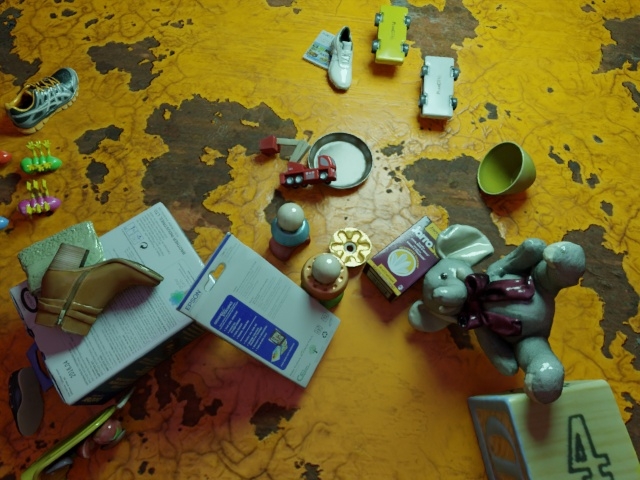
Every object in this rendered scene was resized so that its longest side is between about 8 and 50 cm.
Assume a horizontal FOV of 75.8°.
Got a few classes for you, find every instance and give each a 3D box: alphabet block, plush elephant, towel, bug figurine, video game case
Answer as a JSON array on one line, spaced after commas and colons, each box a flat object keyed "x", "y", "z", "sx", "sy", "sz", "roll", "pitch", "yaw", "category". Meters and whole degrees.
[{"x": 0.429, "y": 0.380, "z": 0.778, "sx": 0.197, "sy": 0.192, "sz": 0.193, "roll": -8, "pitch": 72, "yaw": -7, "category": "alphabet block"}, {"x": 0.319, "y": 0.112, "z": 0.825, "sx": 0.255, "sy": 0.330, "sz": 0.272, "roll": 10, "pitch": 95, "yaw": 10, "category": "plush elephant"}, {"x": -0.498, "y": 0.032, "z": 0.793, "sx": 0.148, "sy": 0.027, "sz": 0.110, "roll": -29, "pitch": 71, "yaw": -12, "category": "towel"}, {"x": -0.733, "y": -0.125, "z": 0.972, "sx": 0.216, "sy": 0.072, "sz": 0.279, "roll": -10, "pitch": 65, "yaw": -13, "category": "bug figurine"}, {"x": 0.015, "y": -0.559, "z": 1.209, "sx": 0.087, "sy": 0.011, "sz": 0.122, "roll": 28, "pitch": 70, "yaw": 7, "category": "video game case"}]

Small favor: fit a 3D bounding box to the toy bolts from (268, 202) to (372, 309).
[{"x": 0.000, "y": 0.000, "z": 0.909, "sx": 0.228, "sy": 0.158, "sz": 0.218, "roll": 40, "pitch": 68, "yaw": 14, "category": "toy bolts"}]

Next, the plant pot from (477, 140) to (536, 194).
[{"x": 0.481, "y": -0.169, "z": 1.033, "sx": 0.095, "sy": 0.134, "sz": 0.134, "roll": 13, "pitch": 67, "yaw": -25, "category": "plant pot"}]

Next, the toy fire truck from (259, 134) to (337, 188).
[{"x": -0.055, "y": -0.201, "z": 1.024, "sx": 0.192, "sy": 0.047, "sz": 0.135, "roll": -6, "pitch": 81, "yaw": 17, "category": "toy fire truck"}]

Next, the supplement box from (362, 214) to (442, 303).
[{"x": 0.203, "y": 0.043, "z": 0.951, "sx": 0.188, "sy": 0.081, "sz": 0.104, "roll": -37, "pitch": 75, "yaw": -16, "category": "supplement box"}]

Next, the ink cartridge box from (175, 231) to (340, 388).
[{"x": -0.113, "y": 0.142, "z": 0.804, "sx": 0.332, "sy": 0.065, "sz": 0.165, "roll": 44, "pitch": 67, "yaw": -31, "category": "ink cartridge box"}]

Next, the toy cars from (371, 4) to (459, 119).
[{"x": 0.259, "y": -0.489, "z": 1.160, "sx": 0.176, "sy": 0.087, "sz": 0.394, "roll": -33, "pitch": 77, "yaw": -9, "category": "toy cars"}]

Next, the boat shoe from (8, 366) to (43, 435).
[{"x": -0.593, "y": 0.323, "z": 0.825, "sx": 0.042, "sy": 0.049, "sz": 0.133, "roll": -19, "pitch": 76, "yaw": 19, "category": "boat shoe"}]

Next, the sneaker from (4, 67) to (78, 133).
[{"x": -0.715, "y": -0.375, "z": 1.063, "sx": 0.084, "sy": 0.083, "sz": 0.215, "roll": 24, "pitch": 68, "yaw": 8, "category": "sneaker"}]

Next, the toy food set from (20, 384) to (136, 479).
[{"x": -0.433, "y": 0.384, "z": 0.774, "sx": 0.218, "sy": 0.128, "sz": 0.071, "roll": -36, "pitch": 96, "yaw": -20, "category": "toy food set"}]

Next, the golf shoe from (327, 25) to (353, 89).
[{"x": 0.060, "y": -0.511, "z": 1.147, "sx": 0.069, "sy": 0.086, "sz": 0.176, "roll": -1, "pitch": 76, "yaw": -15, "category": "golf shoe"}]

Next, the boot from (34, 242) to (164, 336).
[{"x": -0.402, "y": 0.101, "z": 0.753, "sx": 0.197, "sy": 0.073, "sz": 0.152, "roll": 16, "pitch": 80, "yaw": -7, "category": "boot"}]

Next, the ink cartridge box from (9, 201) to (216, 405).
[{"x": -0.417, "y": 0.143, "z": 0.843, "sx": 0.395, "sy": 0.151, "sz": 0.270, "roll": -34, "pitch": 73, "yaw": -16, "category": "ink cartridge box"}]

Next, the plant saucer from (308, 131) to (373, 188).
[{"x": 0.051, "y": -0.204, "z": 1.066, "sx": 0.168, "sy": 0.029, "sz": 0.168, "roll": 1, "pitch": 70, "yaw": -2, "category": "plant saucer"}]
